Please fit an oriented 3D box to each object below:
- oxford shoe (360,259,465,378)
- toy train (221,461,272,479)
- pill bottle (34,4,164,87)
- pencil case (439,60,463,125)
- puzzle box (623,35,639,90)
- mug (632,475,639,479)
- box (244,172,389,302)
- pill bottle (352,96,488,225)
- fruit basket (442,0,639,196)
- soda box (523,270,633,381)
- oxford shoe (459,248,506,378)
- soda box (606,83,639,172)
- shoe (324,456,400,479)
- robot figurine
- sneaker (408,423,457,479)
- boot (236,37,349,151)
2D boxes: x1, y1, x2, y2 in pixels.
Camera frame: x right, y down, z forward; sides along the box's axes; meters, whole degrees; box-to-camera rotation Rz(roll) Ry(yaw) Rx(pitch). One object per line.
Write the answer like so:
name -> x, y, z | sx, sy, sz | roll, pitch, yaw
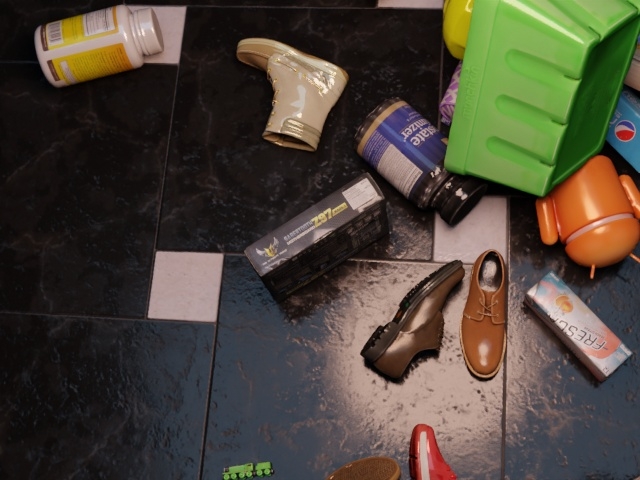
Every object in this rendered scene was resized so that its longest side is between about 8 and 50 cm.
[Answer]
oxford shoe -> 0.170, 0.129, 1.591 | 0.096, 0.083, 0.227 | 41, 81, -2
toy train -> -0.118, 0.371, 1.570 | 0.083, 0.017, 0.024 | -8, 62, 4
pill bottle -> -0.400, -0.358, 1.777 | 0.215, 0.117, 0.117 | -13, 72, 2
pencil case -> 0.283, -0.292, 1.700 | 0.088, 0.086, 0.206 | 30, 78, -21
puzzle box -> 0.566, -0.360, 1.644 | 0.409, 0.052, 0.272 | 31, 59, 19
mug -> 0.562, 0.470, 1.299 | 0.276, 0.328, 0.374 | -35, 72, -5
box -> 0.000, 0.000, 1.585 | 0.232, 0.183, 0.059 | -32, 71, -3
pill bottle -> 0.169, -0.130, 1.639 | 0.123, 0.123, 0.219 | -45, 74, -8
fruit basket -> 0.285, -0.304, 1.498 | 0.283, 0.392, 0.392 | -35, 71, -30
soda box -> 0.409, 0.138, 1.559 | 0.058, 0.063, 0.183 | -40, 73, -7
oxford shoe -> 0.265, 0.115, 1.578 | 0.076, 0.076, 0.212 | 2, 75, 5
soda box -> 0.498, -0.216, 1.645 | 0.210, 0.067, 0.071 | 50, 128, 18
shoe -> 0.029, 0.410, 1.526 | 0.219, 0.058, 0.076 | -27, 41, -7
robot figurine -> 0.435, -0.049, 1.583 | 0.128, 0.158, 0.219 | -35, 66, 39
sneaker -> 0.210, 0.390, 1.504 | 0.128, 0.087, 0.221 | -5, 84, -4
boot -> -0.076, -0.259, 1.733 | 0.213, 0.077, 0.165 | 21, 78, 9
